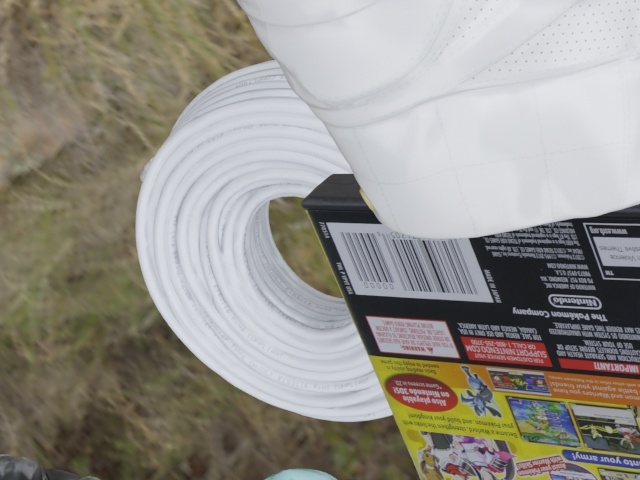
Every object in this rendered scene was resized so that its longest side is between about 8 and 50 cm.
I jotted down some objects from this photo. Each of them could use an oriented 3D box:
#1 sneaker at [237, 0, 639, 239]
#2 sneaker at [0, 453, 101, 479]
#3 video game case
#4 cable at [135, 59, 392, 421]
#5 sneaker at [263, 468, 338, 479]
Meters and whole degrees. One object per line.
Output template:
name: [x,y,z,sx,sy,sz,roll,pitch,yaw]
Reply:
sneaker: [0.121,-0.114,0.699,0.293,0.108,0.169,-28,131,3]
sneaker: [-0.192,0.147,0.726,0.276,0.097,0.135,-5,147,-20]
video game case: [0.140,0.077,1.049,0.035,0.275,0.248,-43,121,-37]
cable: [0.000,0.000,1.343,0.257,0.257,0.089,44,38,0]
sneaker: [0.020,0.206,0.784,0.110,0.283,0.122,-5,128,-31]
